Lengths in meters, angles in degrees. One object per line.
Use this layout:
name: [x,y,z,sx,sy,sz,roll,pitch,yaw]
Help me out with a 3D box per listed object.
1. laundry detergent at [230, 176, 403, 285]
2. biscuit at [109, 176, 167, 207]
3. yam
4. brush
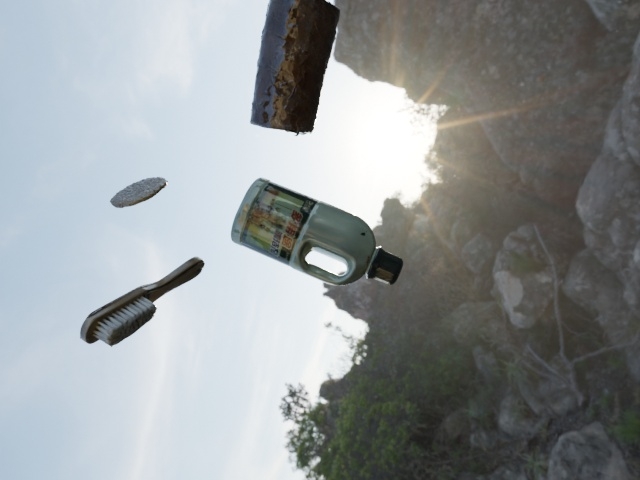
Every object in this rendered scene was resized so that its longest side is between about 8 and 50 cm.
laundry detergent: [0.000,0.000,0.634,0.070,0.225,0.099,89,-155,-74]
biscuit: [-0.365,-0.098,0.961,0.120,0.120,0.015,-58,-42,-47]
yam: [-0.028,-0.184,0.501,0.079,0.079,0.141,-34,-40,-68]
brush: [-0.338,0.120,0.986,0.327,0.065,0.070,-40,-25,-56]
